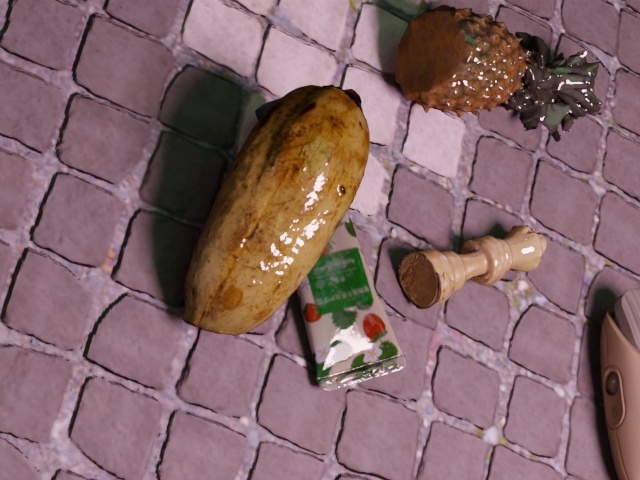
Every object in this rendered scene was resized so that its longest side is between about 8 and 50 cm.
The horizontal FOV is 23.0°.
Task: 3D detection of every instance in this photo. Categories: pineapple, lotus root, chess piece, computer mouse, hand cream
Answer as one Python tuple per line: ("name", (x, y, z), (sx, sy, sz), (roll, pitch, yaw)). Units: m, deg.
("pineapple", (0.198, -0.170, 1.639), (0.251, 0.125, 0.125), (7, 67, -40))
("lotus root", (-0.036, -0.029, 1.397), (0.110, 0.097, 0.258), (27, 82, 1))
("chess piece", (0.159, 0.020, 1.559), (0.172, 0.060, 0.060), (-16, 79, -37))
("computer mouse", (0.357, 0.166, 1.599), (0.145, 0.082, 0.236), (10, 66, -27))
("hand cream", (0.000, 0.000, 1.471), (0.095, 0.059, 0.276), (-15, 81, -25))
